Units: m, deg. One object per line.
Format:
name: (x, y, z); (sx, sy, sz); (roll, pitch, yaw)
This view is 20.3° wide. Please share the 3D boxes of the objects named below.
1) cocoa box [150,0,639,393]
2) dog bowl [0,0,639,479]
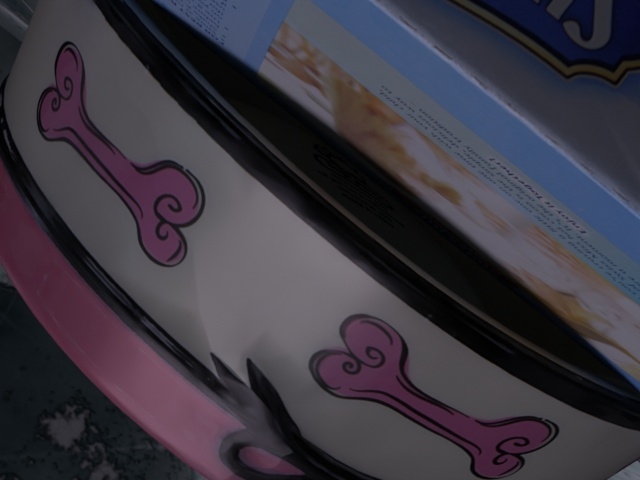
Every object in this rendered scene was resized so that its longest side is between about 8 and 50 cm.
cocoa box: (0.101, -0.122, 0.696); (0.347, 0.228, 0.231); (39, 171, -2)
dog bowl: (0.000, 0.000, 0.932); (0.408, 0.150, 0.408); (35, -163, -12)
